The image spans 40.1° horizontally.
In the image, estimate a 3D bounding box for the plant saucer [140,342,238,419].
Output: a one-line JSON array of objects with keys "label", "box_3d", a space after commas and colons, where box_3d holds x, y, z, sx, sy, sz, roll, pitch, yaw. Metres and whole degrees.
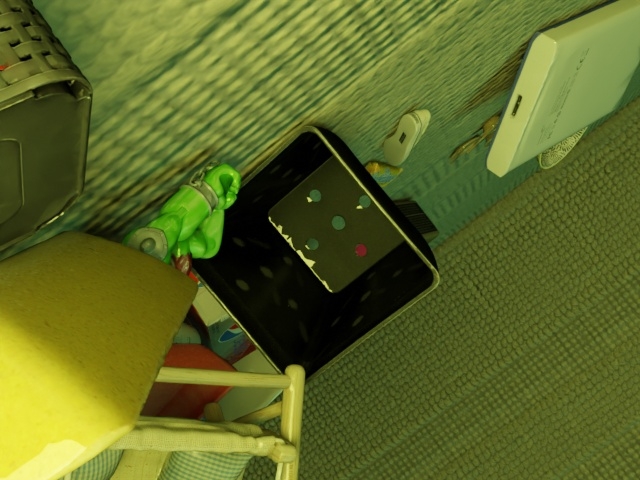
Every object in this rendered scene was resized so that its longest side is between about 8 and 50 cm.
[{"label": "plant saucer", "box_3d": [-0.242, 0.160, 0.881, 0.259, 0.048, 0.258, 2, 152, -27]}]

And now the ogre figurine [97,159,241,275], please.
[{"label": "ogre figurine", "box_3d": [-0.140, 0.025, 0.714, 0.197, 0.097, 0.118, -28, -172, 31]}]

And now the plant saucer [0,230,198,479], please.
[{"label": "plant saucer", "box_3d": [-0.238, 0.093, 0.455, 0.332, 0.081, 0.333, -28, -173, 0]}]

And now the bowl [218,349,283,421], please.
[{"label": "bowl", "box_3d": [-0.085, 0.148, 1.308, 0.298, 0.134, 0.298, -44, 178, -2]}]

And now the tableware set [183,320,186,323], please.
[{"label": "tableware set", "box_3d": [-0.156, 0.100, 1.258, 0.104, 0.024, 0.154, -35, 171, -8]}]

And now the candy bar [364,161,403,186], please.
[{"label": "candy bar", "box_3d": [0.080, -0.089, 1.191, 0.040, 0.018, 0.161, -39, 172, 14]}]

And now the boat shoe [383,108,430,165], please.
[{"label": "boat shoe", "box_3d": [0.106, -0.125, 1.055, 0.035, 0.035, 0.100, -28, 162, -26]}]

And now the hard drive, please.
[{"label": "hard drive", "box_3d": [0.364, -0.230, 1.235, 0.318, 0.040, 0.210, -29, 146, -39]}]

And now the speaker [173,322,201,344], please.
[{"label": "speaker", "box_3d": [-0.183, 0.097, 0.892, 0.055, 0.055, 0.136, -38, 147, 15]}]

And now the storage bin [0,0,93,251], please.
[{"label": "storage bin", "box_3d": [-0.183, -0.027, 0.314, 0.180, 0.084, 0.122, -33, 171, -26]}]

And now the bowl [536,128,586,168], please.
[{"label": "bowl", "box_3d": [0.378, -0.208, 1.426, 0.170, 0.080, 0.170, -38, 151, -26]}]

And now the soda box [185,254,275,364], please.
[{"label": "soda box", "box_3d": [-0.114, 0.080, 1.057, 0.092, 0.083, 0.263, -32, 166, -15]}]

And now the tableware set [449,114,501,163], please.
[{"label": "tableware set", "box_3d": [0.297, -0.188, 1.490, 0.168, 0.020, 0.141, -31, 170, -33]}]

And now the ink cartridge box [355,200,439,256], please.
[{"label": "ink cartridge box", "box_3d": [0.083, 0.030, 1.587, 0.234, 0.088, 0.193, -38, 169, 19]}]

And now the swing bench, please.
[{"label": "swing bench", "box_3d": [-0.142, 0.236, 0.714, 0.253, 0.255, 0.165, 10, 151, -37]}]

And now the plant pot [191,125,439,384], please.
[{"label": "plant pot", "box_3d": [0.000, 0.000, 0.889, 0.187, 0.188, 0.167, -39, -176, 19]}]
